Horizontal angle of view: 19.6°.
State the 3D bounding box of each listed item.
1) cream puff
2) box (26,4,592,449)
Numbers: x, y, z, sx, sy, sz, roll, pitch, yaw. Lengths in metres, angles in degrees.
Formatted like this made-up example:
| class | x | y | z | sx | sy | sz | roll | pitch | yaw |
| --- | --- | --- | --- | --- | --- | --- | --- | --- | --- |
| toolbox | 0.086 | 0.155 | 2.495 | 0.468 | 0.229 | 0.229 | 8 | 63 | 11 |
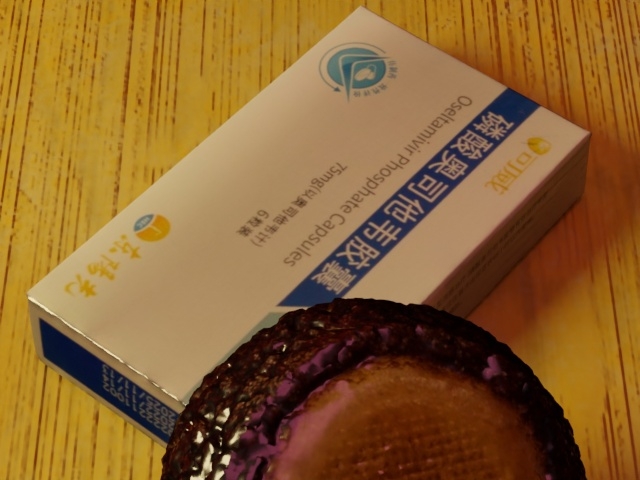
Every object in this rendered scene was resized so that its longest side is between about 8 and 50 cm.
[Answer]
| class | x | y | z | sx | sy | sz | roll | pitch | yaw |
| --- | --- | --- | --- | --- | --- | --- | --- | --- | --- |
| cream puff | 0.026 | 0.149 | 0.986 | 0.239 | 0.165 | 0.239 | 2 | 83 | -20 |
| box | 0.000 | 0.000 | 1.199 | 0.200 | 0.065 | 0.343 | 32 | 56 | 23 |
